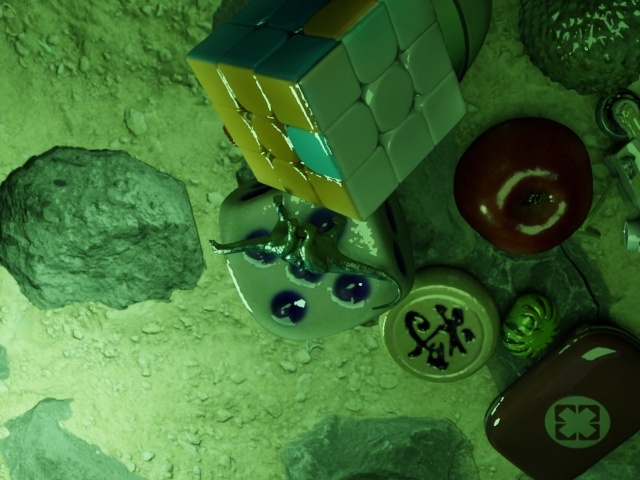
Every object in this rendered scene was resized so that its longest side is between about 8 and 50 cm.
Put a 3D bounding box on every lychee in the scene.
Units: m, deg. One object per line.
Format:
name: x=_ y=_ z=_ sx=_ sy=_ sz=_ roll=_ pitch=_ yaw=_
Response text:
lychee: x=0.471 y=-0.382 z=1.269 sx=0.255 sy=0.255 sz=0.274 roll=-37 pitch=138 yaw=20

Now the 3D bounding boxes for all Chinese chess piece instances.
Chinese chess piece: x=0.253 y=0.180 z=1.588 sx=0.257 sy=0.104 sz=0.257 roll=4 pitch=111 yaw=9

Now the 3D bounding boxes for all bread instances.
bread: x=0.442 y=0.181 z=1.554 sx=0.139 sy=0.071 sz=0.130 roll=-47 pitch=120 yaw=-1

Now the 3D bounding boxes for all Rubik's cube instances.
Rubik's cube: x=0.017 y=-0.254 z=1.215 sx=0.291 sy=0.290 sz=0.291 roll=23 pitch=151 yaw=44

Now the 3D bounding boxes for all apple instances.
apple: x=0.387 y=-0.103 z=1.397 sx=0.260 sy=0.216 sz=0.260 roll=2 pitch=111 yaw=6

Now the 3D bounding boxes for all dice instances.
dice: x=0.000 y=0.000 z=1.473 sx=0.304 sy=0.277 sz=0.304 roll=-17 pitch=108 yaw=18

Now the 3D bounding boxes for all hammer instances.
hammer: x=0.545 y=-0.060 z=1.432 sx=0.060 sy=0.028 sz=0.195 roll=12 pitch=148 yaw=2

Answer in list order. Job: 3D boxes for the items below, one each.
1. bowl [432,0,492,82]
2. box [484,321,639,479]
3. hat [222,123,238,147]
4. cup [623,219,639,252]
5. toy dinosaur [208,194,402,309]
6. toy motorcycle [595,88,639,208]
bowl: x=0.158 y=-0.437 z=1.288 sx=0.354 sy=0.354 sz=0.185 roll=47 pitch=67 yaw=-9
box: x=0.546 y=0.357 z=1.596 sx=0.263 sy=0.108 sz=0.404 roll=37 pitch=115 yaw=-6
hat: x=-0.117 y=-0.254 z=1.490 sx=0.112 sy=0.093 sz=0.162 roll=36 pitch=113 yaw=-4
cup: x=0.660 y=-0.001 z=1.448 sx=0.116 sy=0.104 sz=0.074 roll=0 pitch=127 yaw=13
toy dinosaur: x=-0.022 y=0.011 z=1.300 sx=0.363 sy=0.076 sz=0.147 roll=15 pitch=131 yaw=5
toy motorcycle: x=0.651 y=-0.146 z=1.376 sx=0.223 sy=0.108 sz=0.341 roll=-25 pitch=93 yaw=-2
